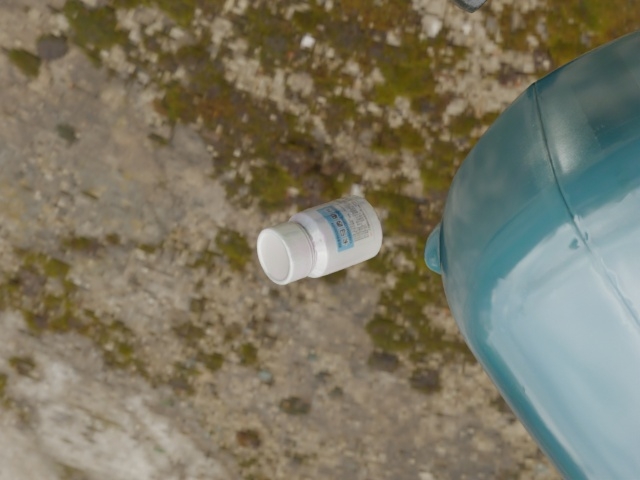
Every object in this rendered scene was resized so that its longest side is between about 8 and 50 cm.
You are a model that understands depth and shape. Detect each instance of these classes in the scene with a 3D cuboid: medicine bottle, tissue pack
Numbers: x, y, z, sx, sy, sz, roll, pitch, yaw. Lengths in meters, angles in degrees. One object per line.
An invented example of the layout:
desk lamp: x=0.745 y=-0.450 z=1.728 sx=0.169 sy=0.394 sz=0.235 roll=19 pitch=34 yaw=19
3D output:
medicine bottle: x=0.000 y=0.000 z=0.933 sx=0.052 sy=0.089 sz=0.052 roll=29 pitch=128 yaw=45
tissue pack: x=0.187 y=0.049 z=0.625 sx=0.206 sy=0.198 sz=0.287 roll=-33 pitch=113 yaw=19

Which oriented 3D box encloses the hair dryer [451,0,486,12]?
hair dryer: x=0.120 y=-0.281 z=0.973 sx=0.128 sy=0.255 sz=0.070 roll=40 pitch=132 yaw=-5
